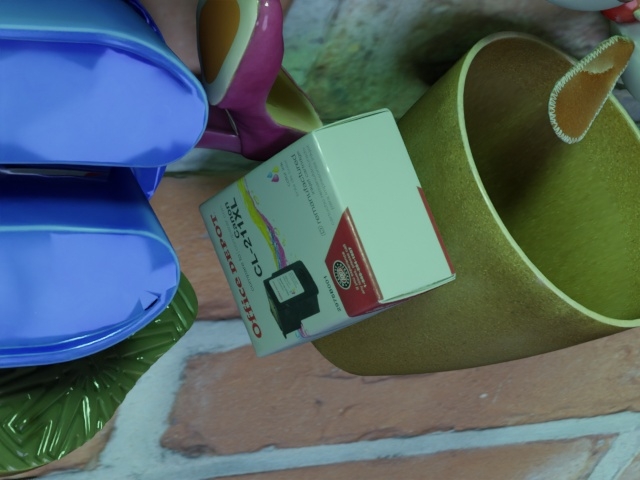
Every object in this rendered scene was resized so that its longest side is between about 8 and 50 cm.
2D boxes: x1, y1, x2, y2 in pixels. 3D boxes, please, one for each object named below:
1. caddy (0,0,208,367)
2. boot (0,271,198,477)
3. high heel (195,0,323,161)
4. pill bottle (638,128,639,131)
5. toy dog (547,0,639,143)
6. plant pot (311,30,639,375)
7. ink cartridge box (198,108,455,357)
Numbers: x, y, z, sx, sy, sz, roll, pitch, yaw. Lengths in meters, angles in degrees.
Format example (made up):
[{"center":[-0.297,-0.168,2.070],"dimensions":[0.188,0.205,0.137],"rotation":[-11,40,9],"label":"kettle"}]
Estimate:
[{"center":[-0.234,-0.056,0.962],"dimensions":[0.341,0.179,0.241],"rotation":[-1,117,-29],"label":"caddy"},{"center":[-0.226,0.131,1.146],"dimensions":[0.236,0.089,0.269],"rotation":[-32,178,-43],"label":"boot"},{"center":[-0.027,-0.109,1.037],"dimensions":[0.117,0.082,0.244],"rotation":[-2,159,-15],"label":"high heel"},{"center":[0.243,-0.017,1.347],"dimensions":[0.086,0.086,0.152],"rotation":[9,133,-37],"label":"pill bottle"},{"center":[0.218,-0.168,1.077],"dimensions":[0.333,0.161,0.220],"rotation":[13,131,-40],"label":"toy dog"},{"center":[0.101,0.004,1.206],"dimensions":[0.237,0.237,0.254],"rotation":[15,145,-41],"label":"plant pot"},{"center":[0.000,0.000,1.114],"dimensions":[0.072,0.127,0.175],"rotation":[-19,174,-35],"label":"ink cartridge box"}]
